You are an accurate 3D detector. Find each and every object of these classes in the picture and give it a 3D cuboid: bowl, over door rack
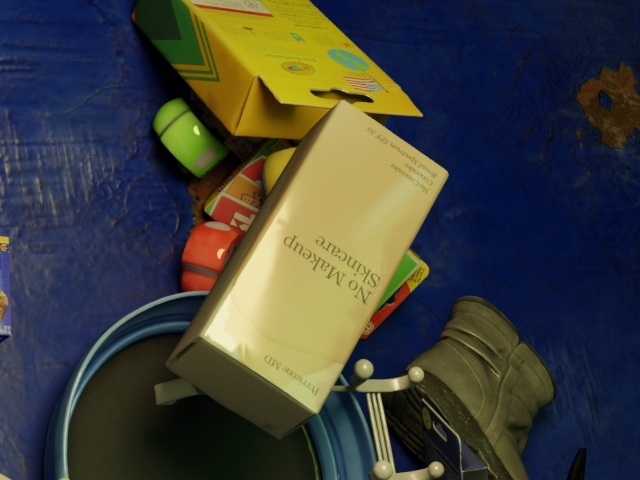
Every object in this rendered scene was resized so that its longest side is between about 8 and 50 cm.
[{"bbox_3d":[-0.115,0.249,1.728,0.391,0.077,0.391,15,64,-33],"label":"bowl"},{"bbox_3d":[0.004,0.251,1.698,0.324,0.108,0.239,1,71,-36],"label":"over door rack"}]

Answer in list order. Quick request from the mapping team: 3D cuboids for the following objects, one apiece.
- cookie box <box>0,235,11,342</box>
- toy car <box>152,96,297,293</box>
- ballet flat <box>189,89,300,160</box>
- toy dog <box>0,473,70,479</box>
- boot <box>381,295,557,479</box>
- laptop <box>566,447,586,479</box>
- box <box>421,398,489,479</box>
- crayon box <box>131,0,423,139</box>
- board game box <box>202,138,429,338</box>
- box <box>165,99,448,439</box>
[{"bbox_3d":[-0.361,0.047,1.645,0.092,0.040,0.107,7,67,-34],"label":"cookie box"},{"bbox_3d":[-0.116,-0.074,1.815,0.225,0.239,0.053,49,5,18],"label":"toy car"},{"bbox_3d":[-0.050,-0.111,1.918,0.241,0.077,0.091,47,51,-12],"label":"ballet flat"},{"bbox_3d":[-0.382,0.291,1.385,0.395,0.284,0.408,-34,94,-27],"label":"toy dog"},{"bbox_3d":[0.234,0.243,1.976,0.223,0.118,0.338,-41,103,-45],"label":"boot"},{"bbox_3d":[0.309,0.410,1.798,0.136,0.264,0.234,13,46,18],"label":"laptop"},{"bbox_3d":[0.152,0.298,1.816,0.036,0.136,0.225,-9,107,-13],"label":"box"},{"bbox_3d":[-0.054,-0.199,1.836,0.202,0.081,0.318,2,33,-36],"label":"crayon box"},{"bbox_3d":[0.000,0.000,1.893,0.259,0.124,0.039,41,9,-20],"label":"board game box"},{"bbox_3d":[-0.011,0.029,1.654,0.148,0.121,0.311,33,62,-9],"label":"box"}]
